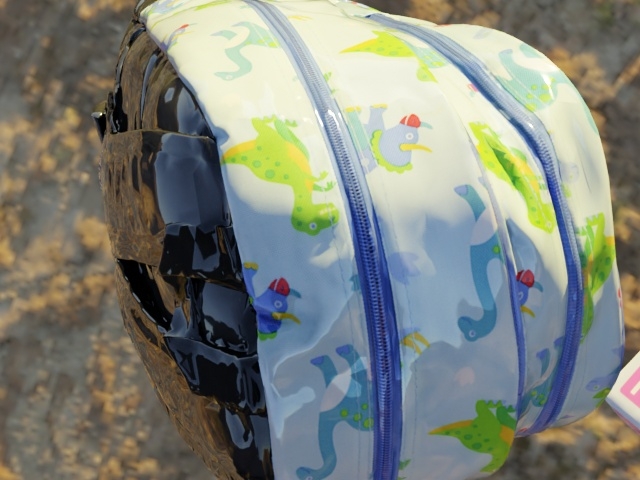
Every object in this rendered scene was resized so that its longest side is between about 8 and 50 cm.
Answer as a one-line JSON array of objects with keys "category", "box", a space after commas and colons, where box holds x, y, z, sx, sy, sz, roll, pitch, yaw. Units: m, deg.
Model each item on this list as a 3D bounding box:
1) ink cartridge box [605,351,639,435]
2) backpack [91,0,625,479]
[{"category": "ink cartridge box", "box": [0.356, 0.128, 1.085, 0.186, 0.065, 0.311, -47, 41, 0]}, {"category": "backpack", "box": [0.000, 0.000, 0.804, 0.273, 0.355, 0.290, -3, 97, 2]}]
